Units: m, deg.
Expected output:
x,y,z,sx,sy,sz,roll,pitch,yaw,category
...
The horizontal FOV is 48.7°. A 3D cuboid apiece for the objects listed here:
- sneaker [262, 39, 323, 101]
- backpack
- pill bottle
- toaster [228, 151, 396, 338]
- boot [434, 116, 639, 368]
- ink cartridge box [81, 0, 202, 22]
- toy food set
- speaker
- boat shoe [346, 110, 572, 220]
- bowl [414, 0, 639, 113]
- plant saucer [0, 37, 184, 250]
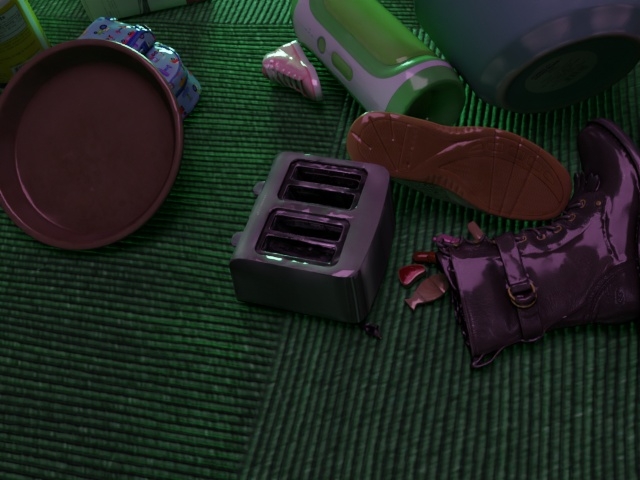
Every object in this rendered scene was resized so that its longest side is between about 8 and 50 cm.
x,y,z,sx,sy,sz,roll,pitch,yaw,category
-0.044,-0.240,1.038,0.070,0.051,0.134,-21,50,-5,sneaker
-0.270,-0.230,1.025,0.173,0.117,0.158,25,62,21,backpack
-0.502,-0.341,1.082,0.119,0.208,0.119,-4,53,6,pill bottle
0.000,0.000,0.818,0.185,0.110,0.168,11,57,16,toaster
0.240,-0.003,0.774,0.228,0.091,0.263,-8,71,5,boot
-0.306,-0.476,1.225,0.217,0.092,0.159,-13,53,1,ink cartridge box
0.143,0.029,0.832,0.122,0.019,0.078,-28,54,-3,toy food set
0.072,-0.259,0.987,0.131,0.131,0.296,-28,55,-11,speaker
0.167,-0.095,0.869,0.277,0.096,0.098,18,93,-1,boat shoe
0.289,-0.273,0.886,0.311,0.311,0.163,-13,72,-1,bowl
-0.305,-0.124,0.927,0.277,0.041,0.278,-1,86,11,plant saucer
